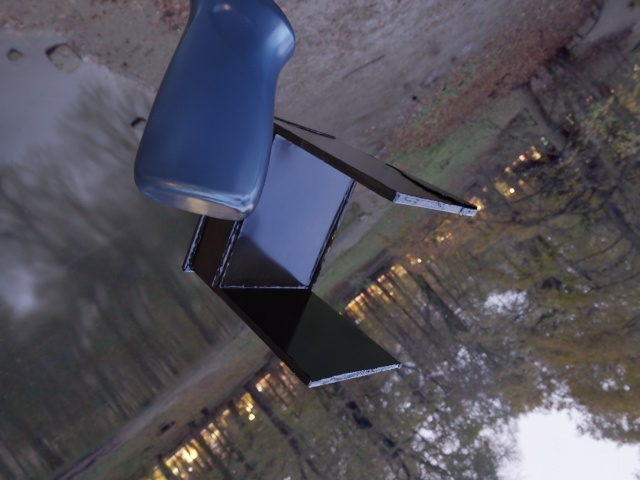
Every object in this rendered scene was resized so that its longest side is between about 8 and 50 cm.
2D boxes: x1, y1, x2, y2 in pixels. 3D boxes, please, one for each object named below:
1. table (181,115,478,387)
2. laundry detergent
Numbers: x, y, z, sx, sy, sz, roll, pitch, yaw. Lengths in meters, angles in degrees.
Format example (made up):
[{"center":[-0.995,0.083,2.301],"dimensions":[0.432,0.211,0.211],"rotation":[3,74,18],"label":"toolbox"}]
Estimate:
[{"center":[0.000,0.000,0.699],"dimensions":[0.196,0.282,0.251],"rotation":[7,112,-48],"label":"table"},{"center":[-0.075,-0.124,0.413],"dimensions":[0.061,0.096,0.206],"rotation":[112,-12,-76],"label":"laundry detergent"}]
